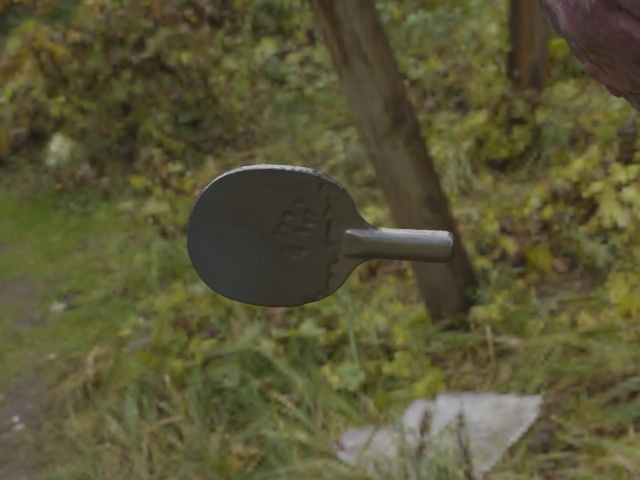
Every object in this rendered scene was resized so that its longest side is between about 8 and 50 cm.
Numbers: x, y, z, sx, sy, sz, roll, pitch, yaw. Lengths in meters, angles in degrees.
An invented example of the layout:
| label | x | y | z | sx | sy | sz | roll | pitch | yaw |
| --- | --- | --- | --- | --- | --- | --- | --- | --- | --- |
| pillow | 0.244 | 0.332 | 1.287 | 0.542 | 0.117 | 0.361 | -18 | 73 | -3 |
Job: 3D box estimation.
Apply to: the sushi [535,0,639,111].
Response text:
| label | x | y | z | sx | sy | sz | roll | pitch | yaw |
| --- | --- | --- | --- | --- | --- | --- | --- | --- | --- |
| sushi | 0.172 | -0.142 | 0.489 | 0.161 | 0.107 | 0.241 | -21 | 31 | 56 |

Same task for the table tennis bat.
| label | x | y | z | sx | sy | sz | roll | pitch | yaw |
| --- | --- | --- | --- | --- | --- | --- | --- | --- | --- |
| table tennis bat | 0.000 | 0.000 | 1.166 | 0.234 | 0.131 | 0.022 | 4 | 20 | -5 |
